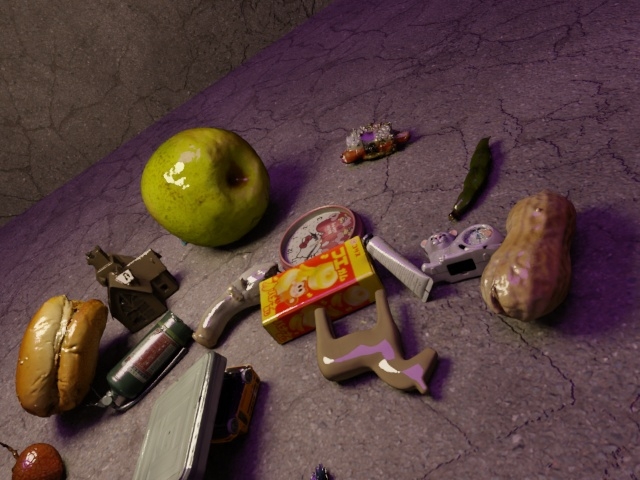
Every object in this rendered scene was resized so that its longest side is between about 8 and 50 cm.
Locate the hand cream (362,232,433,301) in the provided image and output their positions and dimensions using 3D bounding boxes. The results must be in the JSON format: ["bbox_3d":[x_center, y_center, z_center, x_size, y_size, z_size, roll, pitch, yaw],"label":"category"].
[{"bbox_3d":[0.164,0.049,1.028,0.042,0.067,0.194,-19,48,-36],"label":"hand cream"}]

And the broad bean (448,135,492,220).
[{"bbox_3d":[0.381,-0.158,1.176,0.060,0.043,0.297,-8,42,45],"label":"broad bean"}]

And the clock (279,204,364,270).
[{"bbox_3d":[0.001,0.001,1.260,0.245,0.056,0.244,-19,40,17],"label":"clock"}]

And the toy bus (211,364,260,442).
[{"bbox_3d":[-0.176,0.337,0.975,0.070,0.074,0.162,-13,39,22],"label":"toy bus"}]

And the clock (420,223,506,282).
[{"bbox_3d":[0.297,0.014,1.003,0.176,0.080,0.117,-18,37,22],"label":"clock"}]

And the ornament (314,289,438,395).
[{"bbox_3d":[0.103,0.208,0.932,0.231,0.061,0.244,-20,41,12],"label":"ornament"}]

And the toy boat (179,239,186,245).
[{"bbox_3d":[-0.458,-0.058,1.671,0.069,0.058,0.172,-14,46,25],"label":"toy boat"}]

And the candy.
[{"bbox_3d":[-0.001,0.113,1.101,0.276,0.088,0.146,-27,35,8],"label":"candy"}]

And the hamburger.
[{"bbox_3d":[-0.654,0.295,1.222,0.290,0.170,0.313,134,142,-67],"label":"hamburger"}]

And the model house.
[{"bbox_3d":[-0.562,0.099,1.400,0.204,0.243,0.211,-37,35,-6],"label":"model house"}]

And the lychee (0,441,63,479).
[{"bbox_3d":[-0.651,0.508,1.092,0.140,0.114,0.101,30,29,27],"label":"lychee"}]

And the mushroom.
[{"bbox_3d":[-0.209,0.155,1.209,0.278,0.096,0.099,-40,-9,-8],"label":"mushroom"}]

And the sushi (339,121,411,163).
[{"bbox_3d":[0.162,-0.305,1.465,0.226,0.103,0.097,-11,41,15],"label":"sushi"}]

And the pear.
[{"bbox_3d":[-0.357,-0.159,1.460,0.392,0.391,0.390,-20,37,16],"label":"pear"}]

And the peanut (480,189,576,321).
[{"bbox_3d":[0.390,0.020,0.873,0.149,0.149,0.313,0,44,36],"label":"peanut"}]

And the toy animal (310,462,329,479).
[{"bbox_3d":[-0.001,0.451,0.736,0.108,0.062,0.220,-15,34,-8],"label":"toy animal"}]

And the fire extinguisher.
[{"bbox_3d":[-0.447,0.312,1.194,0.294,0.118,0.093,-49,4,-22],"label":"fire extinguisher"}]

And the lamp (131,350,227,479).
[{"bbox_3d":[-0.284,0.383,0.941,0.269,0.047,0.266,-44,29,31],"label":"lamp"}]
